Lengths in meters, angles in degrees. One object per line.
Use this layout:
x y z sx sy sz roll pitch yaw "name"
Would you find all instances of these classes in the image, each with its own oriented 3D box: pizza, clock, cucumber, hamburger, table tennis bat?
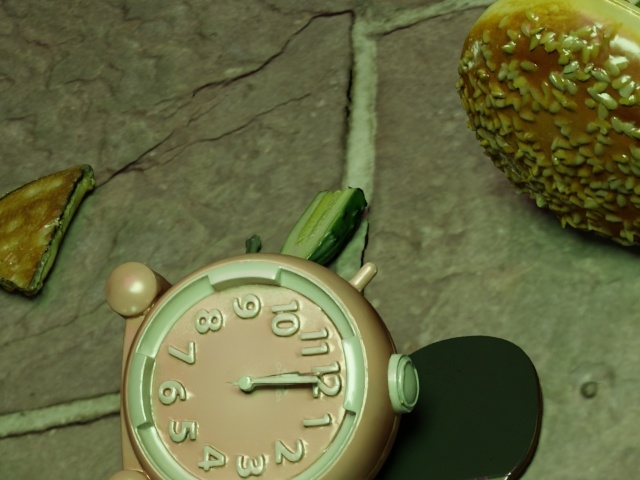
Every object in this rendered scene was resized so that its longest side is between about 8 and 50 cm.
-0.289 -0.001 1.783 0.184 0.036 0.176 -37 39 -6 "pizza"
-0.039 0.124 1.423 0.241 0.142 0.227 -7 73 18 "clock"
0.000 0.000 1.625 0.067 0.035 0.107 -4 44 51 "cucumber"
0.259 -0.127 1.442 0.291 0.291 0.225 19 63 41 "hamburger"
0.097 0.178 1.399 0.154 0.021 0.274 -12 41 21 "table tennis bat"

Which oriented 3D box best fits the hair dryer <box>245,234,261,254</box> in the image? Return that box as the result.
-0.075 0.059 1.603 0.100 0.057 0.198 -13 34 16 "hair dryer"
